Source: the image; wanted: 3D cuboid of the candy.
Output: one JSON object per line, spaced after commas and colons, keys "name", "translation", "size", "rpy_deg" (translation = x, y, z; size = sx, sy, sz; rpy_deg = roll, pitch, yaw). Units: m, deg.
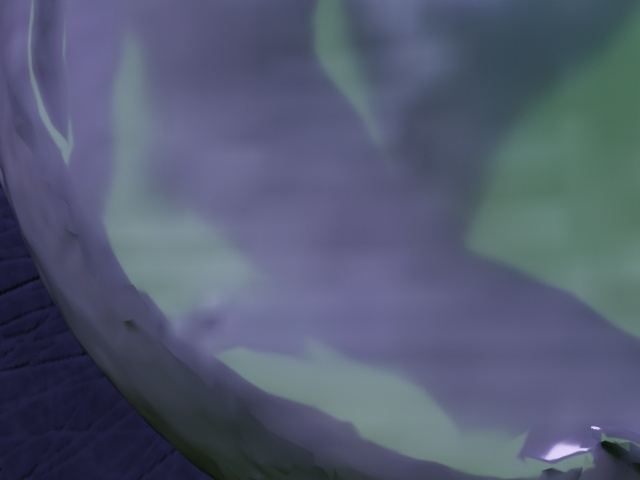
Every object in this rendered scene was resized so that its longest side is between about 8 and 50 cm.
{"name": "candy", "translation": [0.125, -0.072, 0.424], "size": [0.427, 0.186, 0.386], "rpy_deg": [-7, 72, 5]}
